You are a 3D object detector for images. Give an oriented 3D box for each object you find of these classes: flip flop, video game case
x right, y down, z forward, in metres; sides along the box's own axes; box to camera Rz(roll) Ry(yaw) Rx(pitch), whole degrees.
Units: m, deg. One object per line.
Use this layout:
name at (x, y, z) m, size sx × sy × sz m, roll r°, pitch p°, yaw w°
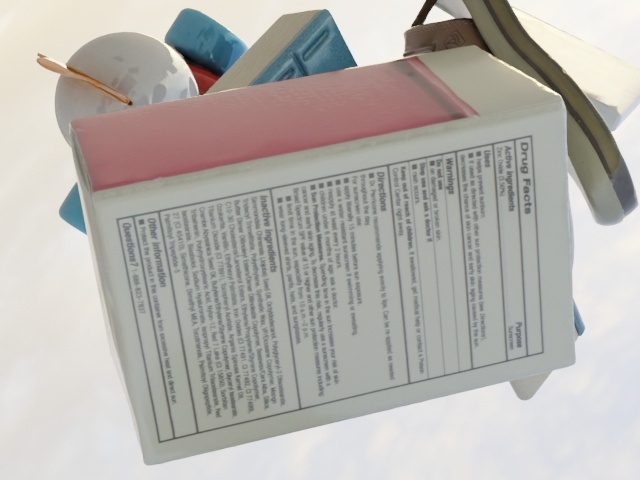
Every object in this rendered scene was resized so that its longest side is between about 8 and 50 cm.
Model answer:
flip flop at (0.100, -0.105, 0.834) m, size 0.080 × 0.112 × 0.277 m, roll -36°, pitch -123°, yaw 9°
video game case at (0.190, -0.147, 1.094) m, size 0.143 × 0.157 × 0.019 m, roll -37°, pitch 153°, yaw -59°

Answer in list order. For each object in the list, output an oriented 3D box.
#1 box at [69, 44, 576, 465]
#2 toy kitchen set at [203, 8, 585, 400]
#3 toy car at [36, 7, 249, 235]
box at (0.000, 0.000, 0.687) m, size 0.232 × 0.149 × 0.127 m, roll -12°, pitch -156°, yaw -12°
toy kitchen set at (0.050, -0.024, 0.783) m, size 0.166 × 0.207 × 0.122 m, roll 0°, pitch -139°, yaw 43°
toy car at (-0.151, -0.105, 1.075) m, size 0.210 × 0.238 × 0.219 m, roll 30°, pitch -93°, yaw 38°
